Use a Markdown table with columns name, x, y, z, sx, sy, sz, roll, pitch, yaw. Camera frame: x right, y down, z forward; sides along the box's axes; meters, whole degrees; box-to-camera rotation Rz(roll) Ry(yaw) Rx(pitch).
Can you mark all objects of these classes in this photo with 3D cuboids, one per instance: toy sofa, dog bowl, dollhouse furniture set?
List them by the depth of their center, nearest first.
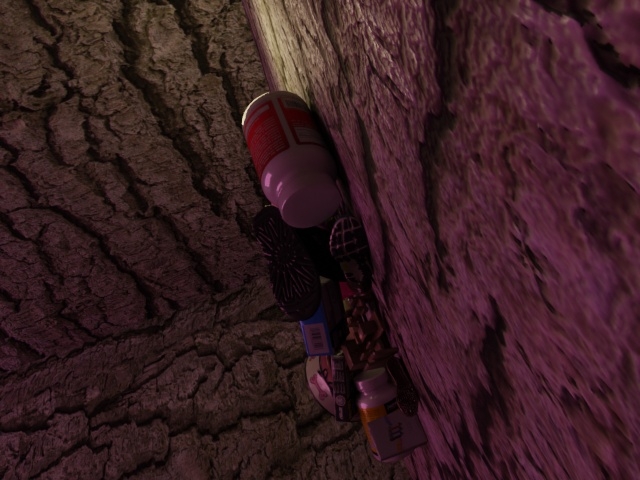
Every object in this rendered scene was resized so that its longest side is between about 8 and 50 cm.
| name | x | y | z | sx | sy | sz | roll | pitch | yaw |
| --- | --- | --- | --- | --- | --- | --- | --- | --- | --- |
| dollhouse furniture set | 0.187 | 0.332 | 1.633 | 0.242 | 0.160 | 0.212 | 107 | 149 | -47 |
| toy sofa | 0.175 | 0.424 | 2.270 | 0.150 | 0.177 | 0.363 | 109 | 148 | -45 |
| dog bowl | 0.134 | 0.641 | 2.280 | 0.150 | 0.407 | 0.408 | -53 | 42 | 33 |

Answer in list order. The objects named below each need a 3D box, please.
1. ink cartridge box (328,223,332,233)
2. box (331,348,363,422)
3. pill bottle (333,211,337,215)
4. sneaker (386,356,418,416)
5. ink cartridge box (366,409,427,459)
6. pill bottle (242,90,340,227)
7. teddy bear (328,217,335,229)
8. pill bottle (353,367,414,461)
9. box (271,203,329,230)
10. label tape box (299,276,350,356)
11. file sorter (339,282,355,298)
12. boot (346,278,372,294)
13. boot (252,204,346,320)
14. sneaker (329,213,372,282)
| name | x | y | z | sx | sy | sz | roll | pitch | yaw |
| --- | --- | --- | --- | --- | --- | --- | --- | --- | --- |
| ink cartridge box | 0.000 | 0.000 | 1.952 | 0.333 | 0.065 | 0.165 | 53 | 147 | 27 |
| box | 0.118 | 0.586 | 1.994 | 0.216 | 0.060 | 0.270 | -8 | -86 | -66 |
| pill bottle | -0.008 | -0.166 | 1.696 | 0.112 | 0.111 | 0.187 | 134 | 117 | -87 |
| sneaker | 0.263 | 0.454 | 1.484 | 0.071 | 0.066 | 0.189 | 44 | -154 | -56 |
| ink cartridge box | 0.264 | 0.674 | 1.660 | 0.128 | 0.176 | 0.128 | 74 | 175 | -61 |
| pill bottle | -0.085 | -0.243 | 1.426 | 0.229 | 0.228 | 0.408 | 74 | 176 | -54 |
| teddy bear | -0.016 | -0.128 | 2.149 | 0.245 | 0.113 | 0.338 | 70 | 178 | -47 |
| pill bottle | 0.253 | 0.699 | 1.937 | 0.188 | 0.187 | 0.334 | 179 | 71 | -87 |
| box | -0.080 | -0.158 | 1.817 | 0.213 | 0.117 | 0.243 | 35 | -140 | -48 |
| label tape box | 0.027 | 0.259 | 1.794 | 0.333 | 0.105 | 0.241 | -27 | -74 | -69 |
| file sorter | 0.010 | 0.208 | 2.201 | 0.182 | 0.290 | 0.202 | 69 | 180 | -76 |
| boot | 0.107 | 0.085 | 1.550 | 0.219 | 0.082 | 0.106 | -111 | 0 | -63 |
| boot | -0.018 | 0.094 | 1.563 | 0.445 | 0.146 | 0.367 | 29 | -142 | -65 |
| sneaker | 0.083 | 0.016 | 1.393 | 0.275 | 0.106 | 0.110 | 74 | -175 | -51 |
